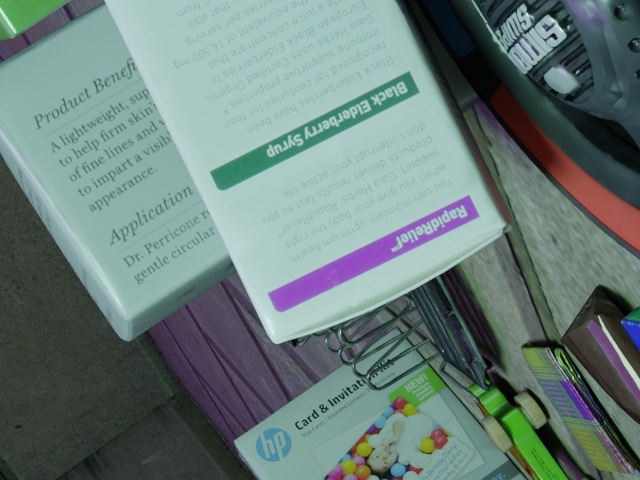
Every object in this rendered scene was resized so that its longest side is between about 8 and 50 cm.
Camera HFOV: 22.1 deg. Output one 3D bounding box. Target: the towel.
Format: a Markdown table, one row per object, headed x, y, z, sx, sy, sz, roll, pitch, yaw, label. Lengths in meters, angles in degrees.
| x | y | z | sx | sy | sz | roll | pitch | yaw | label |
| --- | --- | --- | --- | --- | --- | --- | --- | --- | --- |
| 0.136 | 0.089 | 0.862 | 0.083 | 0.009 | 0.060 | 56 | 171 | -2 | towel |

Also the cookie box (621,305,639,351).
| x | y | z | sx | sy | sz | roll | pitch | yaw | label |
| --- | --- | --- | --- | --- | --- | --- | --- | --- | --- |
| 0.160 | 0.056 | 0.558 | 0.092 | 0.040 | 0.107 | 56 | 170 | -10 | cookie box |

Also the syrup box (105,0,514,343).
| x | y | z | sx | sy | sz | roll | pitch | yaw | label |
| --- | --- | --- | --- | --- | --- | --- | --- | --- | --- |
| -0.021 | -0.088 | 0.602 | 0.237 | 0.096 | 0.093 | 65 | -171 | 2 | syrup box |

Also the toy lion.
| x | y | z | sx | sy | sz | roll | pitch | yaw | label |
| --- | --- | --- | --- | --- | --- | --- | --- | --- | --- |
| 0.125 | 0.126 | 0.987 | 0.100 | 0.034 | 0.096 | 54 | 177 | 1 | toy lion |

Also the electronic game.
| x | y | z | sx | sy | sz | roll | pitch | yaw | label |
| --- | --- | --- | --- | --- | --- | --- | --- | --- | --- |
| 0.075 | -0.076 | 0.496 | 0.229 | 0.048 | 0.229 | 52 | 169 | 14 | electronic game |

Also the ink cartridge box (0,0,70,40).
| x | y | z | sx | sy | sz | roll | pitch | yaw | label |
| --- | --- | --- | --- | --- | --- | --- | --- | --- | --- |
| -0.268 | -0.287 | 1.193 | 0.273 | 0.115 | 0.198 | 57 | 169 | -14 | ink cartridge box |

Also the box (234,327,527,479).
| x | y | z | sx | sy | sz | roll | pitch | yaw | label |
| --- | --- | --- | --- | --- | --- | --- | --- | --- | --- |
| 0.052 | 0.171 | 1.130 | 0.186 | 0.145 | 0.038 | 50 | 166 | 28 | box |

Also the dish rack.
| x | y | z | sx | sy | sz | roll | pitch | yaw | label |
| --- | --- | --- | --- | --- | --- | --- | --- | --- | --- |
| 0.000 | 0.000 | 1.019 | 0.208 | 0.074 | 0.271 | 59 | 169 | -26 | dish rack |

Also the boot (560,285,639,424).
| x | y | z | sx | sy | sz | roll | pitch | yaw | label |
| --- | --- | --- | --- | --- | --- | --- | --- | --- | --- |
| 0.145 | 0.066 | 0.689 | 0.114 | 0.037 | 0.106 | 58 | 168 | 11 | boot |

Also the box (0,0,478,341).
| x | y | z | sx | sy | sz | roll | pitch | yaw | label |
| --- | --- | --- | --- | --- | --- | --- | --- | --- | --- |
| -0.046 | -0.053 | 0.747 | 0.119 | 0.181 | 0.182 | 57 | 171 | 1 | box |
